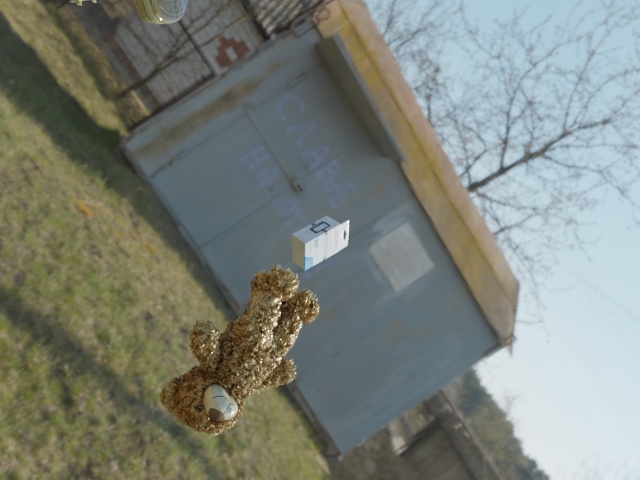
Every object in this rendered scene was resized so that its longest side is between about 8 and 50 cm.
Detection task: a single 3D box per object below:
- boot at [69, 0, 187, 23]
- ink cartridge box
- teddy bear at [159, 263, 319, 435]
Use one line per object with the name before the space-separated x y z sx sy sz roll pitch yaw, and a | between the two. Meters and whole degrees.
boot | -0.252 -0.326 0.943 0.213 0.165 0.077 -89 173 -50
ink cartridge box | 0.000 0.000 1.026 0.028 0.083 0.048 34 -43 35
teddy bear | -0.129 0.203 1.346 0.113 0.338 0.245 31 -29 38
